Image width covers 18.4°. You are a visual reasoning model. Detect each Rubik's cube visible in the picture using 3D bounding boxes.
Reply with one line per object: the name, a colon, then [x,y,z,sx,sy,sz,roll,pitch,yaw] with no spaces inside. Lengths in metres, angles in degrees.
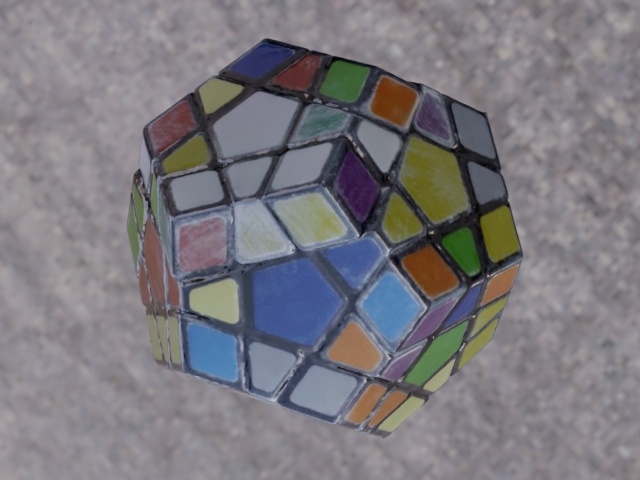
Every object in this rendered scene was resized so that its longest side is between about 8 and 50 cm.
Rubik's cube: [0.000,0.000,0.529,0.111,0.111,0.093,21,152,44]
